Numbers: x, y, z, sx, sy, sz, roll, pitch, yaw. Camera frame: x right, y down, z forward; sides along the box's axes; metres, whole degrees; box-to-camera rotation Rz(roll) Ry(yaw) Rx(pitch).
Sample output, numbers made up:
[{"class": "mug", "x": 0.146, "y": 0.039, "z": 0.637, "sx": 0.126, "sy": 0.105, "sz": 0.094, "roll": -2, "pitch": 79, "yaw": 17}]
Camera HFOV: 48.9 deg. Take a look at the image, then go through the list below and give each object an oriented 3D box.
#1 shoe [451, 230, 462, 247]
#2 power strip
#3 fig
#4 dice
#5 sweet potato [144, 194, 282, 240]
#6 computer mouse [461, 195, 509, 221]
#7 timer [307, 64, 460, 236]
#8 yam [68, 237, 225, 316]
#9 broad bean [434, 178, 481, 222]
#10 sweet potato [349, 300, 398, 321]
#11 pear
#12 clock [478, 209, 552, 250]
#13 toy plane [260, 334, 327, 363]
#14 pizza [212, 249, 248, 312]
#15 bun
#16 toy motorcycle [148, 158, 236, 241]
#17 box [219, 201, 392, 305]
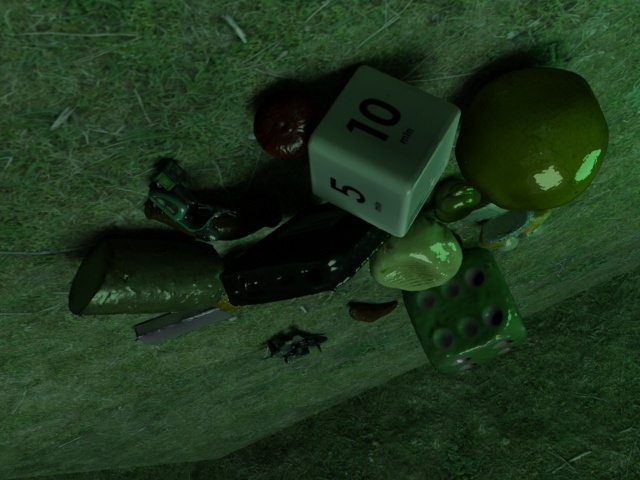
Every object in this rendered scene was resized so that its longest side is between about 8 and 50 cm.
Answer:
[{"class": "shoe", "x": 0.337, "y": 0.006, "z": 2.021, "sx": 0.159, "sy": 0.062, "sz": 0.053, "roll": -2, "pitch": 164, "yaw": -36}, {"class": "power strip", "x": -0.378, "y": 0.225, "z": 1.960, "sx": 0.279, "sy": 0.037, "sz": 0.109, "roll": -20, "pitch": 157, "yaw": -1}, {"class": "fig", "x": -0.048, "y": -0.189, "z": 1.216, "sx": 0.119, "sy": 0.119, "sz": 0.153, "roll": -25, "pitch": 155, "yaw": 11}, {"class": "dice", "x": 0.463, "y": 0.228, "z": 2.276, "sx": 0.322, "sy": 0.318, "sz": 0.330, "roll": -26, "pitch": 157, "yaw": 12}, {"class": "sweet potato", "x": -0.210, "y": -0.047, "z": 1.427, "sx": 0.286, "sy": 0.112, "sz": 0.085, "roll": -5, "pitch": 120, "yaw": -24}, {"class": "computer mouse", "x": 0.465, "y": -0.095, "z": 1.882, "sx": 0.229, "sy": 0.068, "sz": 0.113, "roll": -35, "pitch": 151, "yaw": 31}, {"class": "timer", "x": 0.108, "y": -0.153, "z": 1.230, "sx": 0.192, "sy": 0.195, "sz": 0.194, "roll": -57, "pitch": 166, "yaw": -19}, {"class": "yam", "x": -0.366, "y": 0.077, "z": 1.487, "sx": 0.304, "sy": 0.168, "sz": 0.168, "roll": 3, "pitch": 148, "yaw": -39}, {"class": "broad bean", "x": 0.343, "y": -0.102, "z": 1.772, "sx": 0.124, "sy": 0.082, "sz": 0.174, "roll": -21, "pitch": 167, "yaw": 7}, {"class": "sweet potato", "x": 0.170, "y": 0.246, "z": 2.416, "sx": 0.255, "sy": 0.058, "sz": 0.078, "roll": 0, "pitch": 129, "yaw": -47}, {"class": "pear", "x": 0.416, "y": -0.196, "z": 1.377, "sx": 0.294, "sy": 0.294, "sz": 0.294, "roll": -17, "pitch": 157, "yaw": -7}, {"class": "clock", "x": 0.563, "y": -0.040, "z": 2.040, "sx": 0.231, "sy": 0.103, "sz": 0.144, "roll": -29, "pitch": 157, "yaw": 26}, {"class": "toy plane", "x": -0.065, "y": 0.377, "z": 2.474, "sx": 0.267, "sy": 0.088, "sz": 0.212, "roll": 4, "pitch": 148, "yaw": -43}, {"class": "pizza", "x": -0.180, "y": 0.088, "z": 1.754, "sx": 0.323, "sy": 0.089, "sz": 0.223, "roll": -37, "pitch": 157, "yaw": 31}, {"class": "bun", "x": 0.251, "y": 0.025, "z": 1.863, "sx": 0.259, "sy": 0.160, "sz": 0.259, "roll": 5, "pitch": 152, "yaw": 3}, {"class": "toy motorcycle", "x": -0.244, "y": -0.064, "z": 1.311, "sx": 0.173, "sy": 0.058, "sz": 0.100, "roll": 42, "pitch": 130, "yaw": -19}, {"class": "box", "x": 0.000, "y": 0.000, "z": 1.422, "sx": 0.359, "sy": 0.091, "sz": 0.350, "roll": -12, "pitch": -158, "yaw": 42}]
